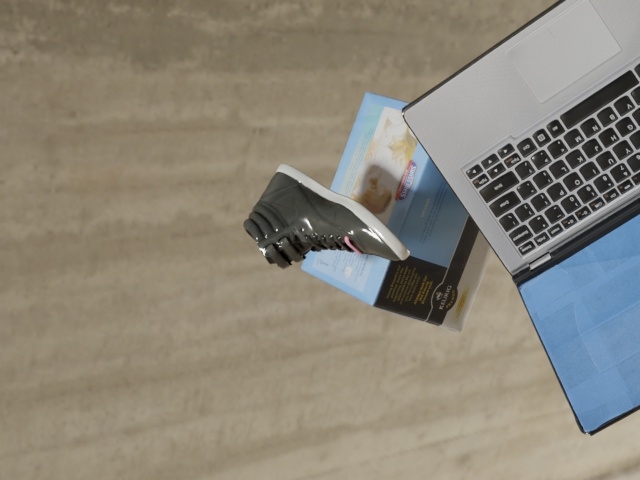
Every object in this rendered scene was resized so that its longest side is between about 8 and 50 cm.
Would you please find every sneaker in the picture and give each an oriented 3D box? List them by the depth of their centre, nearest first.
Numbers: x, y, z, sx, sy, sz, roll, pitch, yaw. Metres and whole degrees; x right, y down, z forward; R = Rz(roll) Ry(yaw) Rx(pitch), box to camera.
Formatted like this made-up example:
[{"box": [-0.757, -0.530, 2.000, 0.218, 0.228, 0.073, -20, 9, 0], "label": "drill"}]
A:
[{"box": [0.000, 0.000, 1.671, 0.295, 0.147, 0.104, 30, 168, 39], "label": "sneaker"}]

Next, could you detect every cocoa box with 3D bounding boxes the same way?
[{"box": [0.163, -0.052, 1.917, 0.227, 0.347, 0.231, 17, -175, -38], "label": "cocoa box"}]

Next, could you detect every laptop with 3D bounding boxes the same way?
[{"box": [0.348, -0.074, 1.243, 0.408, 0.382, 0.236, 55, -164, -5], "label": "laptop"}]
